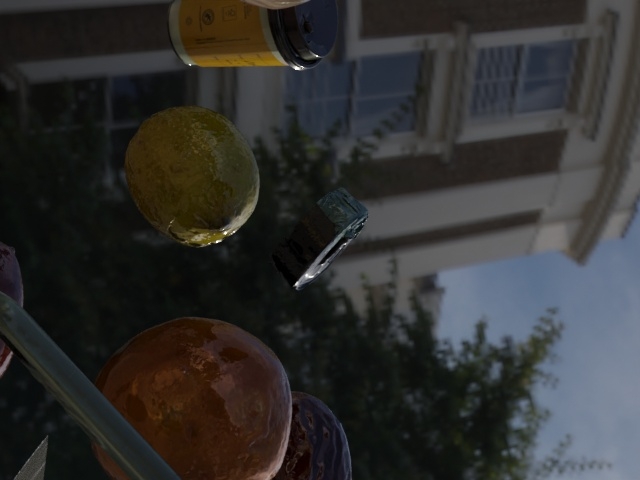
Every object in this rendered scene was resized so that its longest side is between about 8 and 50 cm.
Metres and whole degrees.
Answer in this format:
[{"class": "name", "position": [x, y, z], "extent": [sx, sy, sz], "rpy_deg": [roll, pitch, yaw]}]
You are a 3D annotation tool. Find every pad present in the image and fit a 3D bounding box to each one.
[{"class": "pad", "position": [-0.301, 0.264, 1.338], "extent": [0.004, 0.116, 0.193], "rpy_deg": [31, -31, 5]}]

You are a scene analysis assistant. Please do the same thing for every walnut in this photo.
[{"class": "walnut", "position": [-0.063, 0.417, 2.490], "extent": [0.269, 0.244, 0.222], "rpy_deg": [-103, -151, -46]}]

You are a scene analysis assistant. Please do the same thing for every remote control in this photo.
[{"class": "remote control", "position": [-0.240, 0.164, 1.404], "extent": [0.309, 0.038, 0.090], "rpy_deg": [53, -17, -26]}]

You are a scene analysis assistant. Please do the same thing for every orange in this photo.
[{"class": "orange", "position": [-0.164, 0.218, 1.742], "extent": [0.261, 0.261, 0.261], "rpy_deg": [28, -57, 56]}]

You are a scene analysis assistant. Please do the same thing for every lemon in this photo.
[{"class": "lemon", "position": [-0.174, -0.088, 1.857], "extent": [0.193, 0.180, 0.180], "rpy_deg": [30, -48, 14]}]

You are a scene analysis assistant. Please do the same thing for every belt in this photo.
[{"class": "belt", "position": [0.000, 0.000, 1.675], "extent": [0.058, 0.105, 0.140], "rpy_deg": [45, -68, 12]}]

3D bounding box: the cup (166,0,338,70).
[{"class": "cup", "position": [-0.117, -0.385, 2.410], "extent": [0.279, 0.196, 0.196], "rpy_deg": [-4, -84, 30]}]

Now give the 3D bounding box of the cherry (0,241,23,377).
[{"class": "cherry", "position": [-0.560, 0.117, 2.010], "extent": [0.261, 0.307, 0.221], "rpy_deg": [50, -9, -13]}]

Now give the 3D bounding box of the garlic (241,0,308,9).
[{"class": "garlic", "position": [-0.042, -0.468, 1.949], "extent": [0.259, 0.317, 0.317], "rpy_deg": [50, -15, -28]}]
